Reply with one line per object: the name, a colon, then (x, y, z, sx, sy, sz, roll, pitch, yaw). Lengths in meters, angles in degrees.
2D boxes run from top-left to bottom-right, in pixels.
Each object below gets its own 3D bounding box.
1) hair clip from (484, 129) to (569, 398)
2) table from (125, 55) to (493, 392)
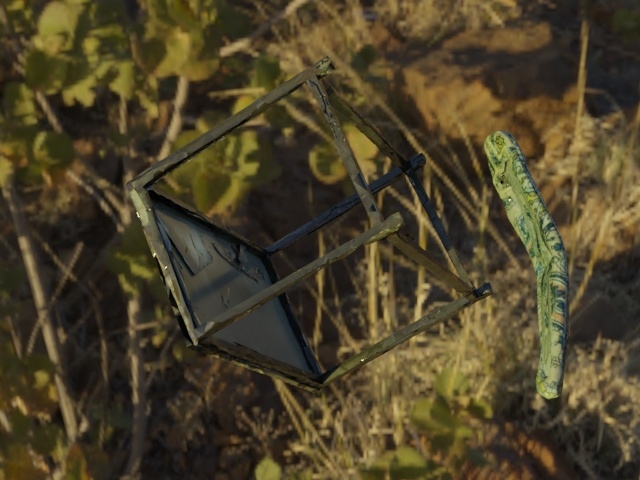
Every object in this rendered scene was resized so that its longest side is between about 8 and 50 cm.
hair clip: (0.166, 0.014, 0.889, 0.036, 0.066, 0.229, -2, 64, -11)
table: (0.000, 0.000, 1.350, 0.272, 0.335, 0.222, -30, 65, 14)
